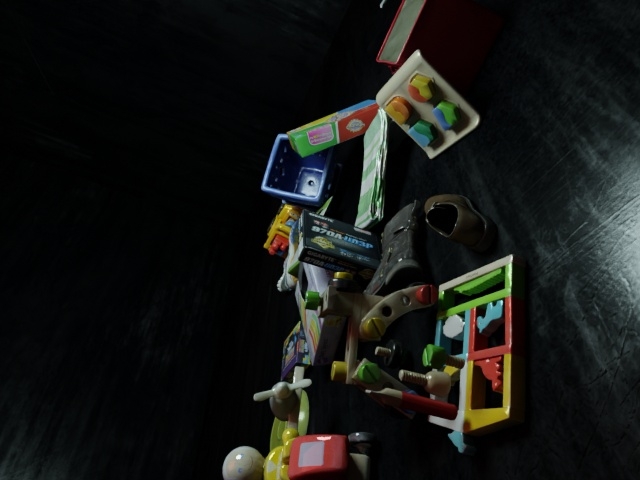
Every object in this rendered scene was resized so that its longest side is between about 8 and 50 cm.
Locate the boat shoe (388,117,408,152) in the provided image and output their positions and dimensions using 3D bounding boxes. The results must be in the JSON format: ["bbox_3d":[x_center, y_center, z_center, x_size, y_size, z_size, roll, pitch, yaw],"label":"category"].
[{"bbox_3d":[0.220,-0.329,1.361,0.226,0.083,0.075,143,143,-63],"label":"boat shoe"}]

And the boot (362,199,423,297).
[{"bbox_3d":[0.162,0.056,1.134,0.263,0.091,0.228,-52,19,37],"label":"boot"}]

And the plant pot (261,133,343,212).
[{"bbox_3d":[-0.053,-0.238,1.824,0.212,0.236,0.235,41,-117,-67],"label":"plant pot"}]

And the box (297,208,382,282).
[{"bbox_3d":[0.049,0.015,1.272,0.175,0.221,0.051,-93,25,-55],"label":"box"}]

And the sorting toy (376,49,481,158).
[{"bbox_3d":[0.233,-0.295,1.101,0.038,0.208,0.193,-45,4,-27],"label":"sorting toy"}]

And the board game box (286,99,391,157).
[{"bbox_3d":[0.057,-0.376,1.614,0.242,0.317,0.064,-123,11,-70],"label":"board game box"}]

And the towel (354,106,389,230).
[{"bbox_3d":[0.142,-0.189,1.388,0.248,0.038,0.324,126,150,-77],"label":"towel"}]

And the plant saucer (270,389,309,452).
[{"bbox_3d":[-0.100,0.559,1.442,0.241,0.037,0.240,-57,21,37],"label":"plant saucer"}]

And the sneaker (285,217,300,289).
[{"bbox_3d":[-0.091,0.048,1.878,0.131,0.112,0.296,133,153,-54],"label":"sneaker"}]

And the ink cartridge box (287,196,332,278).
[{"bbox_3d":[0.000,0.000,1.677,0.189,0.097,0.255,-42,21,58],"label":"ink cartridge box"}]

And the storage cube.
[{"bbox_3d":[0.275,-0.473,1.161,0.183,0.193,0.214,-112,43,-66],"label":"storage cube"}]

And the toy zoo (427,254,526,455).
[{"bbox_3d":[0.246,0.185,0.777,0.192,0.030,0.293,138,148,-58],"label":"toy zoo"}]

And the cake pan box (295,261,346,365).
[{"bbox_3d":[-0.005,0.164,1.327,0.245,0.070,0.266,104,157,-46],"label":"cake pan box"}]

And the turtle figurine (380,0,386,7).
[{"bbox_3d":[0.280,-0.706,1.418,0.274,0.198,0.266,-55,18,32],"label":"turtle figurine"}]

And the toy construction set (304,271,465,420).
[{"bbox_3d":[0.080,0.184,0.844,0.309,0.238,0.257,-119,45,-78],"label":"toy construction set"}]

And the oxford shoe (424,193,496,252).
[{"bbox_3d":[0.245,-0.054,0.947,0.227,0.096,0.082,-121,51,-71],"label":"oxford shoe"}]

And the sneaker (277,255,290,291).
[{"bbox_3d":[-0.117,0.134,1.979,0.076,0.065,0.166,9,82,57],"label":"sneaker"}]

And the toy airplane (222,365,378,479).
[{"bbox_3d":[-0.079,0.499,1.026,0.386,0.273,0.384,-145,75,-73],"label":"toy airplane"}]

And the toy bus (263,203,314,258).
[{"bbox_3d":[-0.141,-0.034,1.991,0.220,0.150,0.211,-58,6,32],"label":"toy bus"}]

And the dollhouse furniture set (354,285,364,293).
[{"bbox_3d":[0.063,0.126,1.353,0.152,0.076,0.058,139,146,-60],"label":"dollhouse furniture set"}]

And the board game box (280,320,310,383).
[{"bbox_3d":[-0.077,0.358,1.553,0.170,0.048,0.141,121,159,-48],"label":"board game box"}]
